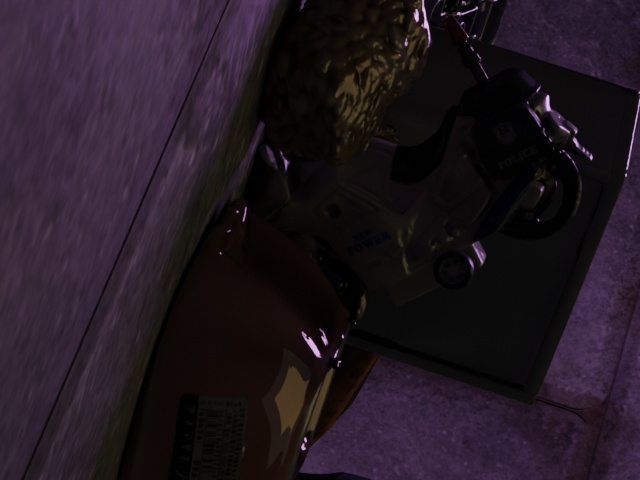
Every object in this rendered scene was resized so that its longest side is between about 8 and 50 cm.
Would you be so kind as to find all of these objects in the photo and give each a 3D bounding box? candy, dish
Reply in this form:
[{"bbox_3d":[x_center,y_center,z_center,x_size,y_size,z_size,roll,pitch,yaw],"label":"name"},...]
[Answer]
[{"bbox_3d":[0.010,0.132,2.072,0.271,0.101,0.143,-67,173,33],"label":"candy"},{"bbox_3d":[0.012,-0.101,1.090,0.110,0.085,0.095,-54,158,-38],"label":"candy"},{"bbox_3d":[-0.039,0.082,1.071,0.213,0.090,0.213,19,90,-86],"label":"dish"}]

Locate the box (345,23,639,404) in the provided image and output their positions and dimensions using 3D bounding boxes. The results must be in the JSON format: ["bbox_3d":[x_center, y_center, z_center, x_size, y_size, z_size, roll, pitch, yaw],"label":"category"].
[{"bbox_3d":[0.089,-0.029,1.381,0.117,0.225,0.225,-68,175,-50],"label":"box"}]

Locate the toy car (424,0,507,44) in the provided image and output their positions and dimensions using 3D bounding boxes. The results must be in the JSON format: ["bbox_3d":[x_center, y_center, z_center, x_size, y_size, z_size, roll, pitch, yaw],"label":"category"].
[{"bbox_3d":[0.098,-0.206,1.752,0.191,0.100,0.097,-27,140,-56],"label":"toy car"}]

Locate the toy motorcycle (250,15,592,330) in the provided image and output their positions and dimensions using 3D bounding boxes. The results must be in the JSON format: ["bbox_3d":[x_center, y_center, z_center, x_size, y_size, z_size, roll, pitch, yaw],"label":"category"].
[{"bbox_3d":[0.048,-0.039,1.164,0.150,0.221,0.102,63,13,-4],"label":"toy motorcycle"}]

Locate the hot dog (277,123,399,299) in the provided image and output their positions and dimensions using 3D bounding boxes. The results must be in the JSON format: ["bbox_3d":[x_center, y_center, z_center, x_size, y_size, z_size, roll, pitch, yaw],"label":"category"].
[{"bbox_3d":[0.000,0.000,1.299,0.108,0.059,0.191,-17,136,-30],"label":"hot dog"}]

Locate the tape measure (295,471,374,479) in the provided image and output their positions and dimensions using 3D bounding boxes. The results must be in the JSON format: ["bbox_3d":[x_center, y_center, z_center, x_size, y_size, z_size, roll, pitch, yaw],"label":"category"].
[{"bbox_3d":[-0.006,0.281,1.193,0.147,0.256,0.275,90,-5,-69],"label":"tape measure"}]
